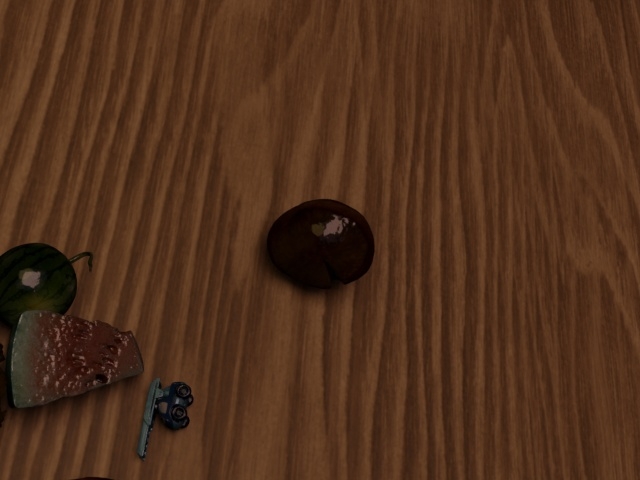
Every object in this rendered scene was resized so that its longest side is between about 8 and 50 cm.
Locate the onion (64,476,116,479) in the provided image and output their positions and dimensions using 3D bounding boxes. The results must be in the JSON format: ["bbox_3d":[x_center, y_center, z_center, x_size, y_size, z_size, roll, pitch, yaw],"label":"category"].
[{"bbox_3d":[-0.344,0.498,1.320,0.341,0.341,0.341,11,59,-19],"label":"onion"}]

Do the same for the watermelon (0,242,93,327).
[{"bbox_3d":[-0.462,0.067,1.593,0.187,0.141,0.141,-32,80,-37],"label":"watermelon"}]

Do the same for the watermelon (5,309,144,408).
[{"bbox_3d":[-0.394,0.192,1.568,0.241,0.094,0.154,4,83,-33],"label":"watermelon"}]

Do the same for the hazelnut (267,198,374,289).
[{"bbox_3d":[0.000,0.000,1.833,0.204,0.178,0.178,-7,63,6],"label":"hazelnut"}]

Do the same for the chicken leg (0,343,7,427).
[{"bbox_3d":[-0.588,0.268,1.431,0.211,0.140,0.361,17,65,10],"label":"chicken leg"}]

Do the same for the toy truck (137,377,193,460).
[{"bbox_3d":[-0.258,0.301,1.608,0.074,0.063,0.136,6,61,1],"label":"toy truck"}]
